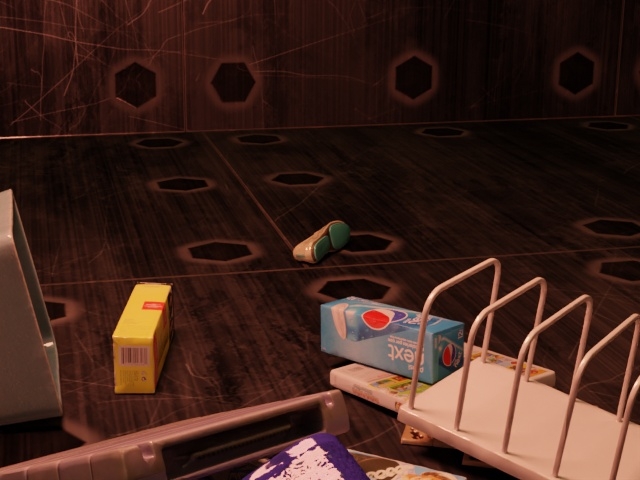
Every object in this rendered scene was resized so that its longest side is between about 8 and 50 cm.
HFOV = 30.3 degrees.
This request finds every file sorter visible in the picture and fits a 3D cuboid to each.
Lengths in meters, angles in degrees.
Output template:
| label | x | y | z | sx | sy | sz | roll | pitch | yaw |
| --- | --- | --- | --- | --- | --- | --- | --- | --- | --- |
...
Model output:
| label | x | y | z | sx | sy | sz | roll | pitch | yaw |
| --- | --- | --- | --- | --- | --- | --- | --- | --- | --- |
| file sorter | 0.266 | 0.158 | 1.370 | 0.277 | 0.173 | 0.192 | 22 | 28 | 31 |

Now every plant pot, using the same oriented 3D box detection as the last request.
| label | x | y | z | sx | sy | sz | roll | pitch | yaw |
| --- | --- | --- | --- | --- | --- | --- | --- | --- | --- |
| plant pot | -0.487 | 0.104 | 1.517 | 0.252 | 0.247 | 0.248 | -14 | 19 | -11 |

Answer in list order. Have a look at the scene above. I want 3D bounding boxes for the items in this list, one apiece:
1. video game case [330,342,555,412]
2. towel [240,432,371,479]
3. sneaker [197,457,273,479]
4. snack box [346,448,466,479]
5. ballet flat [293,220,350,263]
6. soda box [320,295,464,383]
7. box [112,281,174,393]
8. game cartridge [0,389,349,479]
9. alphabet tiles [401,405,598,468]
| label | x | y | z | sx | sy | sz | roll | pitch | yaw |
| --- | --- | --- | --- | --- | --- | --- | --- | --- | --- |
| video game case | 0.163 | 0.186 | 1.588 | 0.227 | 0.026 | 0.206 | -10 | 15 | -36 |
| towel | -0.010 | 0.308 | 0.940 | 0.227 | 0.076 | 0.308 | -28 | 39 | -14 |
| sneaker | -0.085 | 0.248 | 1.329 | 0.135 | 0.058 | 0.052 | 0 | 16 | 1 |
| snack box | 0.001 | 0.299 | 1.148 | 0.187 | 0.060 | 0.322 | 9 | 18 | 24 |
| ballet flat | 0.000 | 0.000 | 2.207 | 0.052 | 0.057 | 0.168 | -2 | 13 | 27 |
| soda box | 0.094 | 0.132 | 1.608 | 0.067 | 0.071 | 0.210 | -13 | 17 | -43 |
| box | -0.249 | 0.133 | 1.676 | 0.058 | 0.087 | 0.232 | 1 | 15 | 0 |
| game cartridge | -0.154 | 0.210 | 1.135 | 0.230 | 0.068 | 0.355 | -21 | -9 | 30 |
| alphabet tiles | 0.225 | 0.237 | 1.469 | 0.237 | 0.009 | 0.198 | 4 | 17 | 12 |
